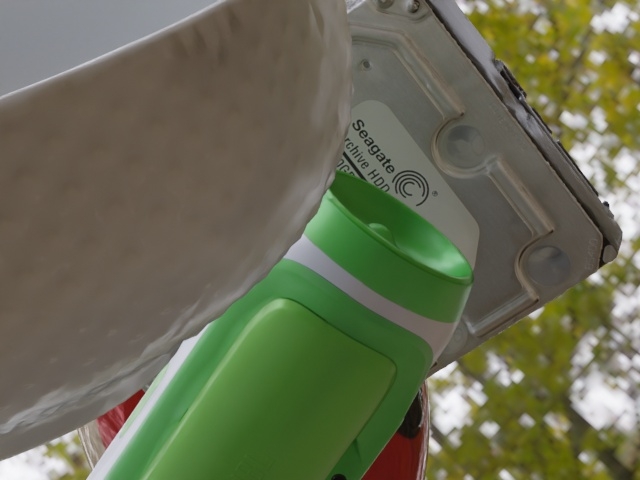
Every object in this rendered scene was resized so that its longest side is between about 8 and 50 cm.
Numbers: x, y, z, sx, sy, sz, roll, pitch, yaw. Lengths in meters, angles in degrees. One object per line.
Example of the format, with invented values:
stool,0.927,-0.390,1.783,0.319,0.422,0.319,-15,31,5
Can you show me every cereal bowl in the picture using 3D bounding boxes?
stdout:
cereal bowl,-0.142,-0.009,0.668,0.339,0.339,0.141,-25,-70,-22

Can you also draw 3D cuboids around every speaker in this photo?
speaker,-0.038,0.108,1.053,0.131,0.131,0.296,20,-69,-44

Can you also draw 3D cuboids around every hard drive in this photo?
hard drive,0.000,0.000,1.233,0.339,0.064,0.237,-34,-80,22

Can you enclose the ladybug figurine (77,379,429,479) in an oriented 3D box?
ladybug figurine,-0.039,0.112,1.458,0.305,0.162,0.449,-23,-77,-27
